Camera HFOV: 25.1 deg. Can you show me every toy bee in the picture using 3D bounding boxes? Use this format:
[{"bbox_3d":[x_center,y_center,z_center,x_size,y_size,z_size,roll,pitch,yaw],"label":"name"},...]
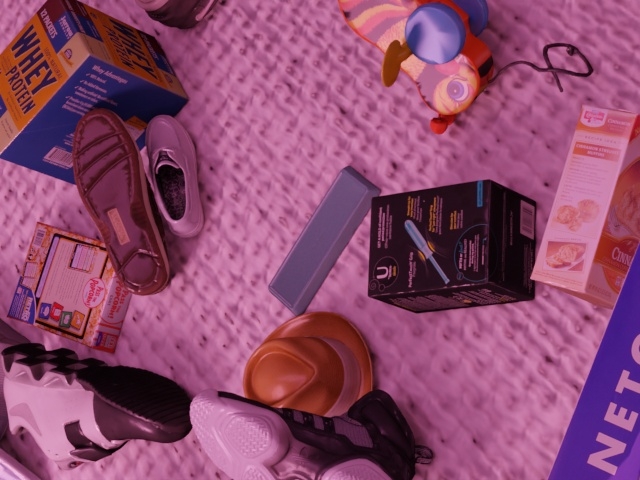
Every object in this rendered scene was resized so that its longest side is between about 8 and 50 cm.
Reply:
[{"bbox_3d":[0.132,-0.207,1.652,0.298,0.195,0.162,46,131,26],"label":"toy bee"}]

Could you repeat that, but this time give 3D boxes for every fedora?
[{"bbox_3d":[-0.030,0.168,1.721,0.194,0.079,0.194,-12,70,35],"label":"fedora"}]

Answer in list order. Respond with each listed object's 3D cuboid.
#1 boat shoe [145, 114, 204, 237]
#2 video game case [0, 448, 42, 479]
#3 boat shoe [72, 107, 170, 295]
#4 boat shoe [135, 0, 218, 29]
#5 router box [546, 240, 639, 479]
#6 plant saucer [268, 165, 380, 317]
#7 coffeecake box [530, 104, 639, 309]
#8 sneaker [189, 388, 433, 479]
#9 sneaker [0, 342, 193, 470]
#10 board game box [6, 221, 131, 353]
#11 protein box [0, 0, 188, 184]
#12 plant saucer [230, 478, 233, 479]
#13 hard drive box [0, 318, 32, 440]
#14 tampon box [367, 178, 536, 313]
[{"bbox_3d":[-0.202,-0.093,1.930,0.066,0.063,0.184,-11,68,6],"label":"boat shoe"},{"bbox_3d":[-0.517,0.348,2.004,0.212,0.023,0.193,39,106,-4],"label":"video game case"},{"bbox_3d":[-0.264,-0.048,1.930,0.095,0.095,0.257,-15,84,8],"label":"boat shoe"},{"bbox_3d":[-0.122,-0.431,1.976,0.335,0.095,0.112,-47,51,12],"label":"boat shoe"},{"bbox_3d":[0.358,0.111,1.284,0.082,0.301,0.335,22,91,41],"label":"router box"},{"bbox_3d":[0.000,0.000,1.787,0.067,0.018,0.192,41,104,39],"label":"plant saucer"},{"bbox_3d":[0.301,-0.028,1.473,0.068,0.142,0.185,15,87,39],"label":"coffeecake box"},{"bbox_3d":[-0.006,0.221,1.619,0.268,0.153,0.101,25,127,16],"label":"sneaker"},{"bbox_3d":[-0.293,0.240,1.901,0.330,0.122,0.146,12,103,39],"label":"sneaker"},{"bbox_3d":[-0.347,0.064,2.025,0.193,0.045,0.147,15,87,40],"label":"board game box"},{"bbox_3d":[-0.334,-0.200,1.991,0.201,0.200,0.136,-44,55,20],"label":"protein box"},{"bbox_3d":[-0.118,0.377,1.668,0.278,0.041,0.278,-43,16,16],"label":"plant saucer"},{"bbox_3d":[-0.532,0.219,2.099,0.181,0.089,0.232,31,97,40],"label":"hard drive box"},{"bbox_3d":[0.147,0.009,1.611,0.161,0.101,0.120,-8,72,38],"label":"tampon box"}]
